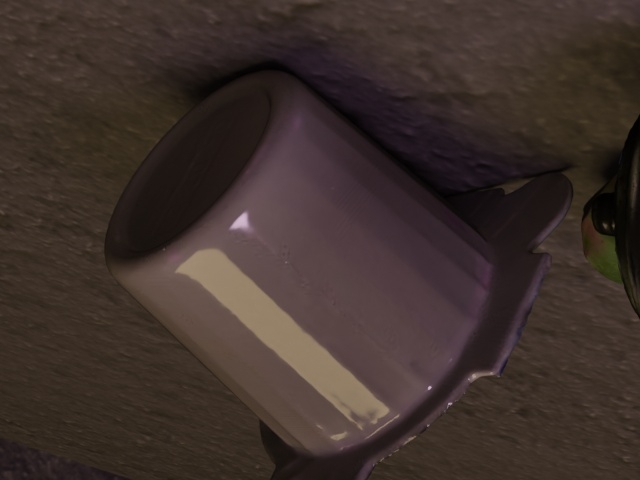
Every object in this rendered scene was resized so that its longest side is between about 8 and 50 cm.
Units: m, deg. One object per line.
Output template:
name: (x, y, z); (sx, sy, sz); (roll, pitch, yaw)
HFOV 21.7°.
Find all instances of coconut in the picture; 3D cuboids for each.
coconut: (0.212, -0.009, 1.114); (0.081, 0.083, 0.082); (27, 128, 38)

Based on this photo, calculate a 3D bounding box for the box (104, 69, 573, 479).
box: (0.000, 0.000, 1.127); (0.291, 0.262, 0.206); (-40, 118, 19)

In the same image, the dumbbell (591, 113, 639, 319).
dumbbell: (0.282, -0.014, 0.904); (0.290, 0.192, 0.192); (0, 153, 36)
